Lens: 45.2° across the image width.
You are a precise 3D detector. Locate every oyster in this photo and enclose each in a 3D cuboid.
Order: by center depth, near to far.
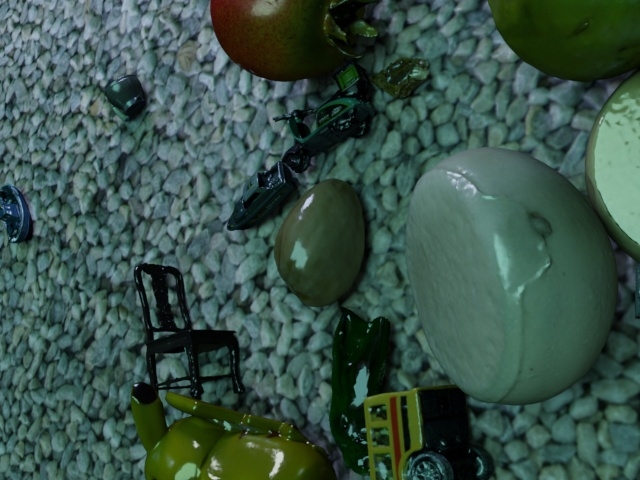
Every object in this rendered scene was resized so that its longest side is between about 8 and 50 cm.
[{"bbox_3d":[0.109,-0.228,1.076,0.093,0.034,0.051,-22,63,34],"label":"oyster"}]

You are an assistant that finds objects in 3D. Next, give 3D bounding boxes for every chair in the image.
[{"bbox_3d":[-0.208,0.133,1.188,0.113,0.106,0.229,-19,73,31],"label":"chair"}]

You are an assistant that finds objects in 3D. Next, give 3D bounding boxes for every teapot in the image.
[{"bbox_3d":[-0.348,-0.251,1.377,0.057,0.066,0.088,55,136,9],"label":"teapot"}]

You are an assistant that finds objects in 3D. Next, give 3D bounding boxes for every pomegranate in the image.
[{"bbox_3d":[-0.030,-0.325,1.080,0.256,0.220,0.221,31,100,33],"label":"pomegranate"}]

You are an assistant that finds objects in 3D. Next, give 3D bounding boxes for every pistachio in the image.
[{"bbox_3d":[0.000,0.000,1.072,0.126,0.108,0.186,9,79,12],"label":"pistachio"}]

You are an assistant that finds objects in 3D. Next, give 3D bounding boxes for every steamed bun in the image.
[{"bbox_3d":[0.215,0.034,0.848,0.283,0.177,0.283,169,90,-75],"label":"steamed bun"}]

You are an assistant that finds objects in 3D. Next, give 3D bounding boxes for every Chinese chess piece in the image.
[{"bbox_3d":[0.403,-0.078,0.788,0.250,0.097,0.251,-3,83,22],"label":"Chinese chess piece"}]

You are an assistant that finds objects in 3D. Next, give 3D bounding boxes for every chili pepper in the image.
[{"bbox_3d":[0.053,0.197,1.029,0.097,0.061,0.225,-12,77,32],"label":"chili pepper"}]

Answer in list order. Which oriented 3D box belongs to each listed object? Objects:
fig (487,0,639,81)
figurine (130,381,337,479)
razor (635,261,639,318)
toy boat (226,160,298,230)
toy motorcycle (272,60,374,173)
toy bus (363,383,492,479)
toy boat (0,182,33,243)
[{"bbox_3d":[0.286,-0.263,0.815,0.232,0.314,0.233,-1,72,2],"label":"fig"},{"bbox_3d":[-0.128,0.313,1.053,0.326,0.218,0.169,5,53,26],"label":"figurine"},{"bbox_3d":[0.366,-0.017,0.871,0.084,0.036,0.212,0,88,24],"label":"razor"},{"bbox_3d":[-0.098,-0.059,1.176,0.141,0.060,0.055,-42,38,28],"label":"toy boat"},{"bbox_3d":[0.005,-0.173,1.123,0.173,0.058,0.100,-33,61,27],"label":"toy motorcycle"},{"bbox_3d":[0.133,0.345,0.918,0.123,0.121,0.336,-13,76,38],"label":"toy bus"},{"bbox_3d":[-0.611,-0.051,1.517,0.060,0.060,0.137,-33,66,26],"label":"toy boat"}]
